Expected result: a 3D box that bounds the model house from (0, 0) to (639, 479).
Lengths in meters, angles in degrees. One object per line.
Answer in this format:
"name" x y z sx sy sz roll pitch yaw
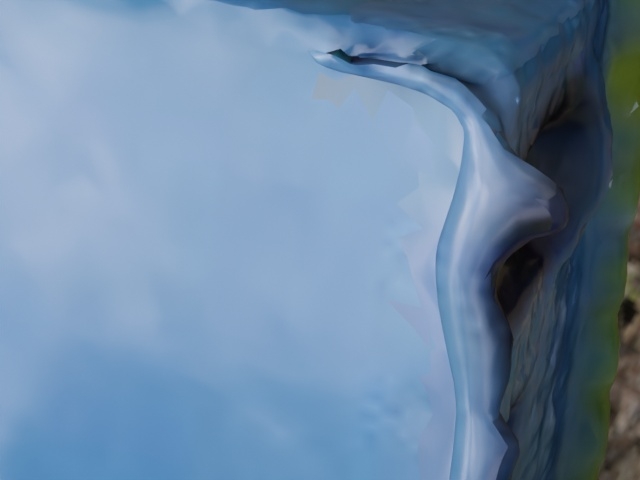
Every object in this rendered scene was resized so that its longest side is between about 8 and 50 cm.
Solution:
"model house" 0.000 0.000 0.601 0.216 0.303 0.237 11 115 17
